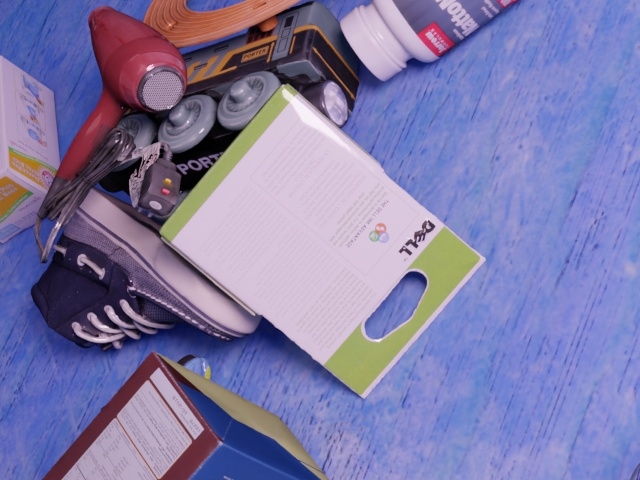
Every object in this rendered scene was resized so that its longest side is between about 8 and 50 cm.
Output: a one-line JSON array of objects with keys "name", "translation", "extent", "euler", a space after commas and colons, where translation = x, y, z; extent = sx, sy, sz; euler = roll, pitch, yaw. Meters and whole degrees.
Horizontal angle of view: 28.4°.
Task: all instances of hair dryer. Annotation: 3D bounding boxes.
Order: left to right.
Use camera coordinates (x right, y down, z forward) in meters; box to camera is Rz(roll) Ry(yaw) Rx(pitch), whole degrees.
[{"name": "hair dryer", "translation": [-0.233, -0.135, 1.335], "extent": [0.224, 0.080, 0.293], "euler": [-17, 56, 33]}]

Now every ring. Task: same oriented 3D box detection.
[{"name": "ring", "translation": [-0.055, -0.316, 1.453], "extent": [0.337, 0.032, 0.336], "euler": [-23, 30, 14]}]

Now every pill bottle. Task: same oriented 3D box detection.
[{"name": "pill bottle", "translation": [0.115, -0.248, 1.308], "extent": [0.180, 0.108, 0.108], "euler": [-35, 49, 17]}]

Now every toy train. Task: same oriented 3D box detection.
[{"name": "toy train", "translation": [-0.106, -0.143, 1.408], "extent": [0.334, 0.142, 0.190], "euler": [-14, 46, 33]}]

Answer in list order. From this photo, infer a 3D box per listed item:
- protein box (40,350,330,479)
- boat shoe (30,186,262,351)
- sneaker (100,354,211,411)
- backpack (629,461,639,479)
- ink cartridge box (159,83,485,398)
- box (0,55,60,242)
[{"name": "protein box", "translation": [-0.125, 0.245, 1.149], "extent": [0.201, 0.200, 0.136], "euler": [-49, 47, 5]}, {"name": "boat shoe", "translation": [-0.195, 0.069, 1.370], "extent": [0.340, 0.127, 0.158], "euler": [32, 94, 51]}, {"name": "sneaker", "translation": [-0.191, 0.185, 1.325], "extent": [0.188, 0.067, 0.078], "euler": [-46, 53, 11]}, {"name": "backpack", "translation": [0.354, 0.223, 0.758], "extent": [0.355, 0.273, 0.290], "euler": [-3, 34, 47]}, {"name": "ink cartridge box", "translation": [0.000, 0.000, 1.233], "extent": [0.189, 0.255, 0.097], "euler": [-49, 6, 3]}, {"name": "box", "translation": [-0.413, -0.117, 1.638], "extent": [0.114, 0.103, 0.203], "euler": [-30, 51, 20]}]
